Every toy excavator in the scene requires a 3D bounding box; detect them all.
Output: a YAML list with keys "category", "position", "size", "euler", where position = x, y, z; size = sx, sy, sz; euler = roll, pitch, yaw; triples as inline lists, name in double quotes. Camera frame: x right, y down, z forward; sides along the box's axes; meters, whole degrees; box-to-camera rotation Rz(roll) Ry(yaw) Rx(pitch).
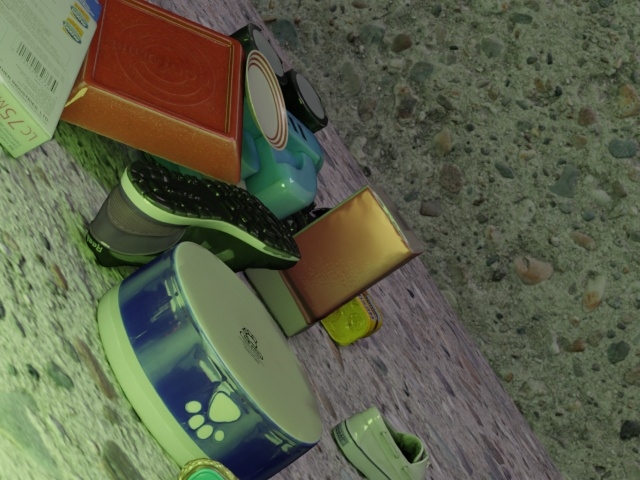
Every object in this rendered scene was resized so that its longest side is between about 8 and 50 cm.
- category: "toy excavator"
  position: [-0.123, -0.086, 1.824]
  size: [0.433, 0.222, 0.445]
  euler: [37, 29, -56]

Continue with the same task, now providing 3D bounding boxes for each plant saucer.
- category: "plant saucer"
  position: [-0.205, -0.215, 1.651]
  size: [0.258, 0.048, 0.259]
  euler: [21, 44, -21]

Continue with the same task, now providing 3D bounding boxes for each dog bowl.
- category: "dog bowl"
  position: [-0.114, 0.135, 1.379]
  size: [0.265, 0.104, 0.265]
  euler: [53, 11, -14]

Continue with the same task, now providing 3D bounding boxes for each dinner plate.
- category: "dinner plate"
  position: [-0.077, -0.189, 1.755]
  size: [0.141, 0.017, 0.141]
  euler: [-13, 90, -74]

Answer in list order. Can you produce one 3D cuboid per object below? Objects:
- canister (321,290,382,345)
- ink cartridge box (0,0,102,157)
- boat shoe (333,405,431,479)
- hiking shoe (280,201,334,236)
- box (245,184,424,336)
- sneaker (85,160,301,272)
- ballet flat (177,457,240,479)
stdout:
- category: "canister"
  position: [0.045, 0.115, 2.241]
  size: [0.126, 0.073, 0.170]
  euler: [57, 9, 9]
- category: "ink cartridge box"
  position: [-0.348, -0.252, 1.462]
  size: [0.186, 0.065, 0.311]
  euler: [52, 27, -29]
- category: "boat shoe"
  position: [0.119, 0.324, 1.881]
  size: [0.258, 0.084, 0.095]
  euler: [44, 15, -46]
- category: "hiking shoe"
  position: [0.000, 0.000, 2.277]
  size: [0.086, 0.114, 0.227]
  euler: [60, 12, 23]
- category: "box"
  position: [0.025, 0.030, 1.968]
  size: [0.127, 0.232, 0.148]
  euler: [56, 11, 5]
- category: "sneaker"
  position: [-0.151, -0.001, 1.505]
  size: [0.283, 0.124, 0.107]
  euler: [20, 30, -45]
- category: "ballet flat"
  position: [-0.064, 0.287, 1.240]
  size: [0.206, 0.073, 0.067]
  euler: [57, -4, -10]
